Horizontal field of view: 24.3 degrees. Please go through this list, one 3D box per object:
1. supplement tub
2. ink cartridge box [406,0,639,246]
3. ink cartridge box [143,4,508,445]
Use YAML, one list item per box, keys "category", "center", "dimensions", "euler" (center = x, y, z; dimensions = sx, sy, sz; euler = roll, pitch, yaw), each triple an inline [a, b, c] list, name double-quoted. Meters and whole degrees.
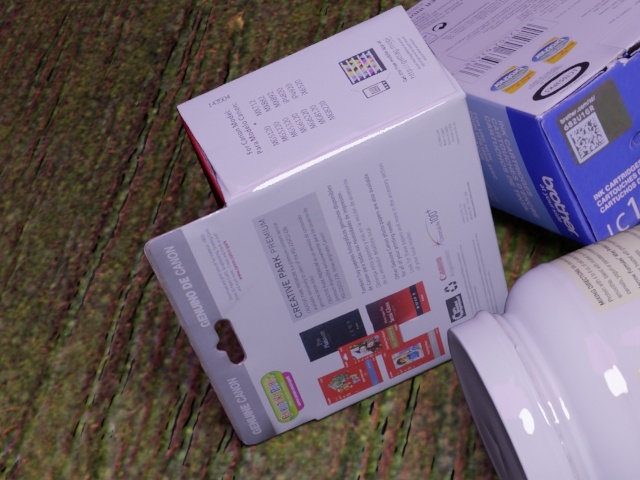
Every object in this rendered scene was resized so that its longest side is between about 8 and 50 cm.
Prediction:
- category: "supplement tub"
  center: [0.284, 0.096, 1.141]
  dimensions: [0.325, 0.235, 0.235]
  euler: [-22, 49, -3]
- category: "ink cartridge box"
  center: [0.239, -0.150, 1.328]
  dimensions: [0.270, 0.151, 0.395]
  euler: [-37, 27, -14]
- category: "ink cartridge box"
  center: [0.000, 0.000, 1.253]
  dimensions: [0.272, 0.309, 0.130]
  euler: [-24, 49, -5]
